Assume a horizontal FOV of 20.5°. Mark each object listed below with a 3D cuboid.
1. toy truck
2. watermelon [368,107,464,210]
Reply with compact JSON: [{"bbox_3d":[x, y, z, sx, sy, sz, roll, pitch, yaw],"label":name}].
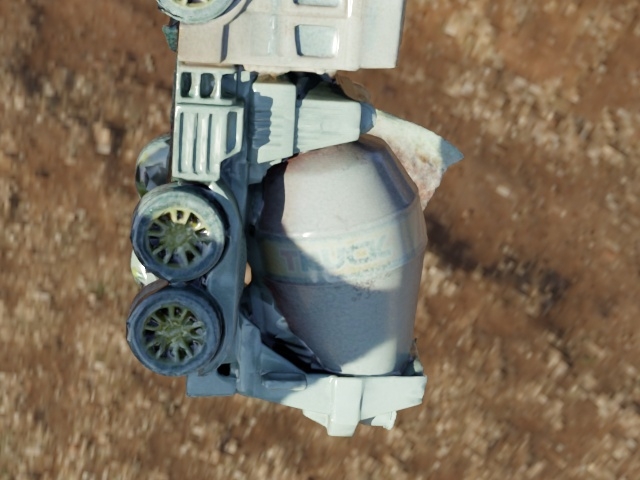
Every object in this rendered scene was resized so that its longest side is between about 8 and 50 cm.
[{"bbox_3d":[-0.014,-0.037,0.802,0.140,0.257,0.108,3,17,-5],"label":"toy truck"},{"bbox_3d":[0.019,-0.012,1.035,0.121,0.098,0.158,-12,85,-24],"label":"watermelon"}]
